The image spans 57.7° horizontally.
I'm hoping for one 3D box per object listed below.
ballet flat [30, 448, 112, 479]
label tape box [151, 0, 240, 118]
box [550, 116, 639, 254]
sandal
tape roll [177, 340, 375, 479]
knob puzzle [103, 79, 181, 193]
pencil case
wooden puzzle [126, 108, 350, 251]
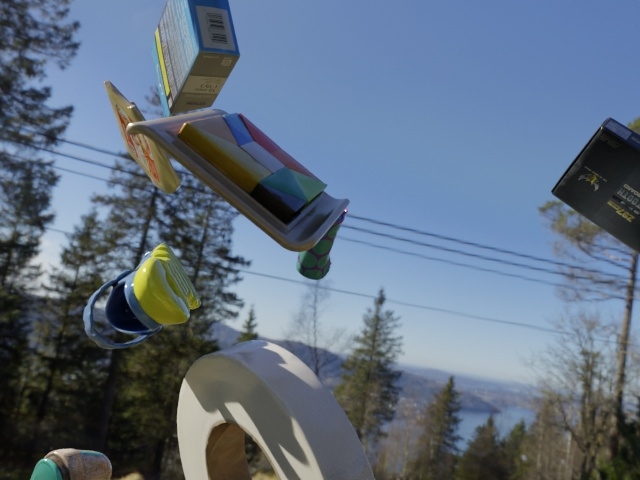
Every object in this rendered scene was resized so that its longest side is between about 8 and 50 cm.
[{"bbox_3d":[-0.368,0.421,0.786,0.107,0.316,0.106,35,11,29],"label":"ballet flat"},{"bbox_3d":[-0.332,-0.484,1.493,0.115,0.249,0.347,-6,-16,-29],"label":"label tape box"},{"bbox_3d":[0.600,-0.099,1.131,0.232,0.059,0.183,40,-39,16],"label":"box"},{"bbox_3d":[-0.272,0.087,0.895,0.138,0.126,0.317,-31,1,-4],"label":"sandal"},{"bbox_3d":[-0.074,0.334,0.797,0.072,0.392,0.392,-13,8,-41],"label":"tape roll"},{"bbox_3d":[-0.288,-0.160,0.992,0.213,0.030,0.213,43,-26,27],"label":"knob puzzle"},{"bbox_3d":[0.000,0.000,1.084,0.070,0.065,0.152,1,-47,-18],"label":"pencil case"},{"bbox_3d":[-0.080,-0.091,0.701,0.238,0.044,0.221,35,21,2],"label":"wooden puzzle"}]
